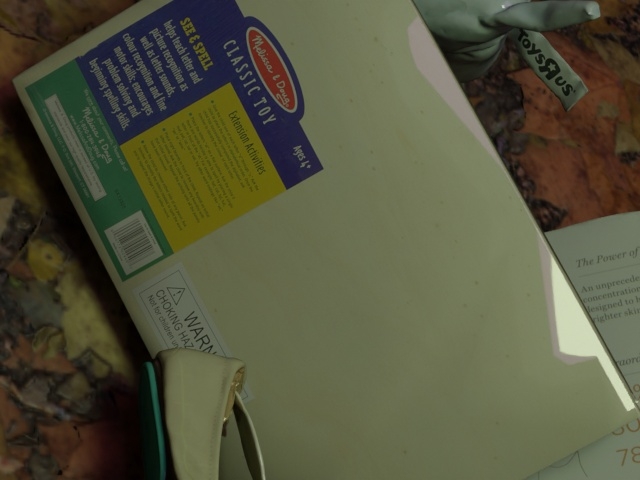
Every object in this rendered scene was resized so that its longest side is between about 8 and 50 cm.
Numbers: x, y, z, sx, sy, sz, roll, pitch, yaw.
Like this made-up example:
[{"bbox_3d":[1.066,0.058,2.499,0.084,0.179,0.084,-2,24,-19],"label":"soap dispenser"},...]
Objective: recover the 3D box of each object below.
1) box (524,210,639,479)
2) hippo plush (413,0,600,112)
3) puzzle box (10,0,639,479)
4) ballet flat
[{"bbox_3d":[0.239,0.168,1.242,0.168,0.215,0.345,61,19,-61],"label":"box"},{"bbox_3d":[0.028,-0.171,1.363,0.236,0.234,0.294,-25,64,-11],"label":"hippo plush"},{"bbox_3d":[0.000,0.000,1.188,0.409,0.272,0.052,62,10,7],"label":"puzzle box"},{"bbox_3d":[-0.071,0.173,1.089,0.086,0.086,0.248,19,48,-27],"label":"ballet flat"}]
